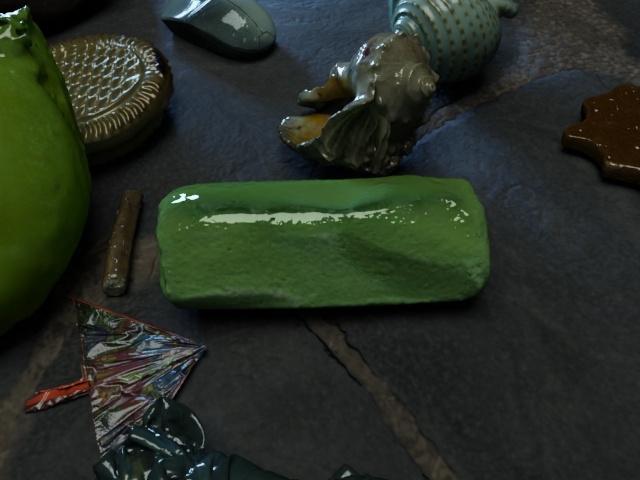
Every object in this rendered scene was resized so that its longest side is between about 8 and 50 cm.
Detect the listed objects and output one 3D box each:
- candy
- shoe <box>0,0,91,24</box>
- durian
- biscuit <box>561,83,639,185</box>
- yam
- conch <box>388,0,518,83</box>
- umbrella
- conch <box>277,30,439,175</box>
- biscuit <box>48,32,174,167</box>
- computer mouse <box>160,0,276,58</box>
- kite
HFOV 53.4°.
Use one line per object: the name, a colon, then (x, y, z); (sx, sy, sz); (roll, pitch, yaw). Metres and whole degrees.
candy: (0.000, 0.000, 0.670); (0.343, 0.132, 0.142); (-1, 9, 2)
shoe: (-0.443, -0.512, 1.078); (0.237, 0.171, 0.384); (24, 58, 30)
durian: (-0.370, -0.051, 0.674); (0.255, 0.204, 0.340); (-19, 89, -18)
biscuit: (0.408, -0.129, 0.787); (0.215, 0.034, 0.182); (-2, 50, 6)
yam: (-0.231, -0.002, 0.745); (0.032, 0.032, 0.145); (-4, 50, 2)
conch: (0.175, -0.281, 0.871); (0.200, 0.131, 0.172); (-1, 17, -31)
umbrella: (-0.020, 0.229, 0.502); (0.348, 0.094, 0.143); (14, 58, 13)
conch: (0.039, -0.160, 0.775); (0.178, 0.163, 0.245); (-24, 21, -33)
biscuit: (-0.327, -0.195, 0.875); (0.259, 0.079, 0.259); (-2, 51, 3)
computer mouse: (-0.164, -0.358, 0.998); (0.229, 0.068, 0.113); (31, 59, 26)
kite: (-0.207, 0.133, 0.647); (0.189, 0.009, 0.232); (-19, 51, -8)
